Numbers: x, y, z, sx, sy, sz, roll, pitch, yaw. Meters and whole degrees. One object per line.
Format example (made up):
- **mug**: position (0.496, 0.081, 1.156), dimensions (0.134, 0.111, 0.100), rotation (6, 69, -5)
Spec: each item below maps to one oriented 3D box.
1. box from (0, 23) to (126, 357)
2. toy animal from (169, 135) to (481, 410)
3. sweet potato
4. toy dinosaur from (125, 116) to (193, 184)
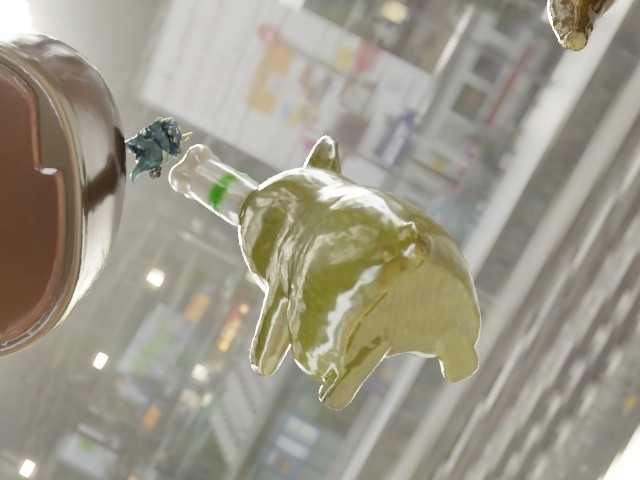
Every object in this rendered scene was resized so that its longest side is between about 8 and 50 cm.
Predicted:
- **box**: position (-0.308, -0.059, 1.523), dimensions (0.301, 0.301, 0.216), rotation (-63, -3, 18)
- **toy animal**: position (0.005, 0.019, 1.597), dimensions (0.363, 0.181, 0.180), rotation (33, 134, 59)
- **sweet potato**: position (0.202, -0.218, 1.202), dimensions (0.077, 0.077, 0.244), rotation (113, 180, -64)
- **toy dinosaur**: position (-0.161, -0.089, 1.678), dimensions (0.030, 0.047, 0.083), rotation (-23, 15, 50)
